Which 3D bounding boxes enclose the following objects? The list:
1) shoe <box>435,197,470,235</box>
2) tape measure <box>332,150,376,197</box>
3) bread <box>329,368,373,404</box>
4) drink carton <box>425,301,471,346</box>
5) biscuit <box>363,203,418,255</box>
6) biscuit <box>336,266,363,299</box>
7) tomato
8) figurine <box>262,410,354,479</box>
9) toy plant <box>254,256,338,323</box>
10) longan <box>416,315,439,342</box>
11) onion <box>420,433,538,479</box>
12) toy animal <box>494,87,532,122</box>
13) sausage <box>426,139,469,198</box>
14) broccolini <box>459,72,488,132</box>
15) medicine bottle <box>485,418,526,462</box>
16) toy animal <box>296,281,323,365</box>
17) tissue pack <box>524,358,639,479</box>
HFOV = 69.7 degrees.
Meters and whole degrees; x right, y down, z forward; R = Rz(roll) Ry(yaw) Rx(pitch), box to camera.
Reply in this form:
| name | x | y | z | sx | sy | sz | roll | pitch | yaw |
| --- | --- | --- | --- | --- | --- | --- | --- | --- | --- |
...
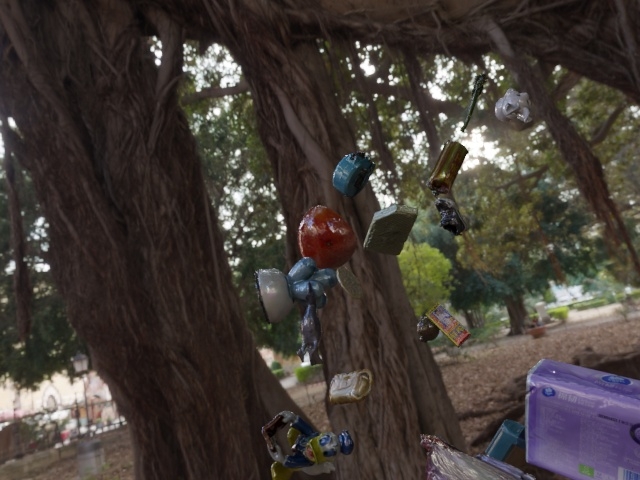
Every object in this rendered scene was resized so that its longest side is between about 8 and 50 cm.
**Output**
| name | x | y | z | sx | sy | sz | roll | pitch | yaw |
| --- | --- | --- | --- | --- | --- | --- | --- | --- | --- |
| shoe | 0.487 | -0.081 | 1.750 | 0.099 | 0.169 | 0.071 | -41 | 1 | -31 |
| tape measure | 0.096 | -0.199 | 1.372 | 0.125 | 0.081 | 0.146 | 1 | -60 | -60 |
| bread | 0.125 | 0.606 | 1.884 | 0.081 | 0.134 | 0.225 | 40 | -40 | -23 |
| drink carton | 0.475 | 0.313 | 1.710 | 0.071 | 0.166 | 0.056 | -42 | -27 | -2 |
| biscuit | 0.258 | -0.037 | 1.709 | 0.150 | 0.052 | 0.252 | 12 | -40 | -3 |
| biscuit | 0.112 | 0.163 | 1.753 | 0.020 | 0.152 | 0.152 | -39 | -23 | 22 |
| tomato | -0.003 | 0.008 | 2.191 | 0.143 | 0.339 | 0.338 | -33 | 3 | -43 |
| figurine | -0.037 | 0.605 | 1.395 | 0.338 | 0.205 | 0.283 | -26 | -60 | 38 |
| toy plant | -0.084 | 0.191 | 1.880 | 0.331 | 0.247 | 0.247 | -16 | -14 | -2 |
| longan | 0.460 | 0.386 | 1.977 | 0.106 | 0.119 | 0.106 | 24 | -25 | 12 |
| onion | 0.365 | 0.629 | 1.152 | 0.266 | 0.159 | 0.348 | 11 | -4 | -19 |
| toy animal | 0.727 | -0.497 | 1.693 | 0.131 | 0.103 | 0.221 | -53 | 6 | 16 |
| sausage | 0.584 | -0.327 | 2.158 | 0.125 | 0.318 | 0.117 | 35 | -24 | -11 |
| broccolini | 0.617 | -0.559 | 1.872 | 0.054 | 0.239 | 0.051 | 15 | 11 | -15 |
| medicine bottle | 0.716 | 0.791 | 1.755 | 0.079 | 0.124 | 0.259 | -22 | -43 | -43 |
| toy animal | -0.034 | 0.357 | 1.669 | 0.081 | 0.368 | 0.206 | -1 | 22 | 9 |
| tissue pack | 0.655 | 0.432 | 1.050 | 0.338 | 0.242 | 0.160 | 7 | 14 | 42 |
